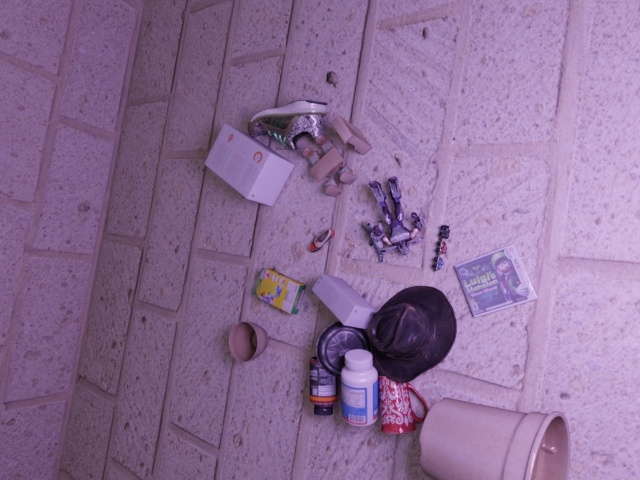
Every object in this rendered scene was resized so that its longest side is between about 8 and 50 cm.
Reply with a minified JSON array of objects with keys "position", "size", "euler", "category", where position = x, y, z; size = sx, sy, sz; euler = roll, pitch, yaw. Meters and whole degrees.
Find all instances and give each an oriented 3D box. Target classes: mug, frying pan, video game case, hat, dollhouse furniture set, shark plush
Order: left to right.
[{"position":[0.048,-0.329,1.555],"size":[0.242,0.161,0.212],"euler":[-40,63,23],"category":"dollhouse furniture set"},{"position":[0.070,0.446,1.430],"size":[0.197,0.053,0.327],"euler":[12,86,-5],"category":"frying pan"},{"position":[0.202,-0.002,1.487],"size":[0.067,0.073,0.161],"euler":[-27,89,48],"category":"shark plush"},{"position":[0.259,0.527,1.336],"size":[0.113,0.150,0.170],"euler":[135,132,-64],"category":"mug"},{"position":[0.251,0.271,1.294],"size":[0.331,0.133,0.332],"euler":[-32,42,35],"category":"hat"},{"position":[0.530,0.124,1.246],"size":[0.190,0.022,0.173],"euler":[-26,69,29],"category":"video game case"}]

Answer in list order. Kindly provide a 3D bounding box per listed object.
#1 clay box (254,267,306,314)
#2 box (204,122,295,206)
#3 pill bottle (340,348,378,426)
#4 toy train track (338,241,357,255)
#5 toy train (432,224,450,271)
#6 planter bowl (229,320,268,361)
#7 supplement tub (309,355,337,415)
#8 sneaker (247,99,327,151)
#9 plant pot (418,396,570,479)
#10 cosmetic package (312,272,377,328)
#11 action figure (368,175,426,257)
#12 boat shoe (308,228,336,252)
[{"position":[-0.172,0.204,1.688],"size":[0.221,0.053,0.128],"euler":[21,95,36],"category":"clay box"},{"position":[-0.317,-0.334,1.798],"size":[0.345,0.168,0.215],"euler":[38,104,33],"category":"box"},{"position":[0.129,0.483,1.354],"size":[0.124,0.124,0.222],"euler":[6,103,34],"category":"pill bottle"},{"position":[0.101,0.036,1.554],"size":[0.083,0.014,0.048],"euler":[-28,68,28],"category":"toy train track"},{"position":[0.400,0.027,1.348],"size":[0.036,0.027,0.159],"euler":[12,89,24],"category":"toy train"},{"position":[-0.285,0.416,1.698],"size":[0.161,0.109,0.162],"euler":[-6,79,33],"category":"planter bowl"},{"position":[0.011,0.526,1.485],"size":[0.105,0.106,0.198],"euler":[-4,81,33],"category":"supplement tub"},{"position":[-0.151,-0.464,1.731],"size":[0.409,0.158,0.182],"euler":[-4,92,37],"category":"sneaker"},{"position":[0.444,0.576,1.084],"size":[0.305,0.333,0.334],"euler":[3,84,45],"category":"plant pot"},{"position":[0.080,0.211,1.443],"size":[0.231,0.117,0.086],"euler":[43,109,51],"category":"cosmetic package"},{"position":[0.254,-0.073,1.409],"size":[0.185,0.099,0.285],"euler":[-17,76,6],"category":"action figure"},{"position":[0.000,0.000,1.610],"size":[0.137,0.043,0.049],"euler":[-38,66,25],"category":"boat shoe"}]
